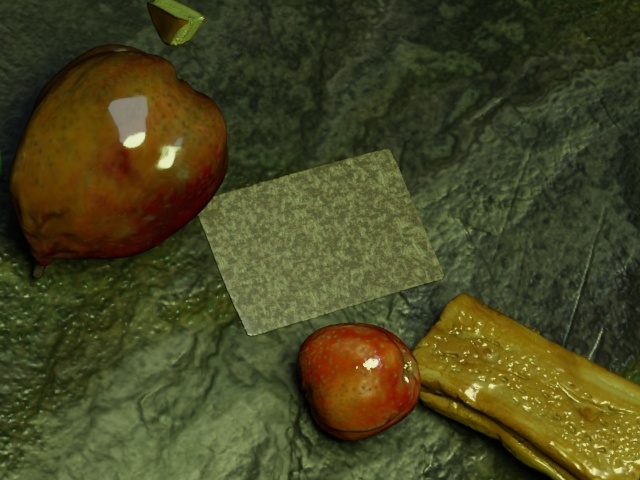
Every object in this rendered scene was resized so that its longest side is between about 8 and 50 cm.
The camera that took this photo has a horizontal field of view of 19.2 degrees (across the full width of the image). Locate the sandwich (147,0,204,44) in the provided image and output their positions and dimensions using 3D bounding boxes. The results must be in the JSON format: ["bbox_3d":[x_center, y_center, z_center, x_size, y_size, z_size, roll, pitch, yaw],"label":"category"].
[{"bbox_3d":[-0.153,-0.228,2.010,0.031,0.083,0.044,-17,119,-28],"label":"sandwich"}]

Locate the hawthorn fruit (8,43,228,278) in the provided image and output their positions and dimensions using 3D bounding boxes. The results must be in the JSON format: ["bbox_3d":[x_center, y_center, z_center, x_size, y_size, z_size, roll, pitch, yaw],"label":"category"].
[{"bbox_3d":[-0.206,-0.063,1.852,0.208,0.208,0.248,35,87,-2],"label":"hawthorn fruit"}]

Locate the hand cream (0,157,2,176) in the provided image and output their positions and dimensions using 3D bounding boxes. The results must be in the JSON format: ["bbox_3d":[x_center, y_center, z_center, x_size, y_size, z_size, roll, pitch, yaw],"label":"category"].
[{"bbox_3d":[-0.451,-0.070,1.854,0.275,0.050,0.079,-7,46,-14],"label":"hand cream"}]

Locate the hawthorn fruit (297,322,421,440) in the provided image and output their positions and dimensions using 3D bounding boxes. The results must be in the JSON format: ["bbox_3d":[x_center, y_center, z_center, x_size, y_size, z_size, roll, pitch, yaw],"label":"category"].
[{"bbox_3d":[0.037,0.135,1.871,0.128,0.128,0.128,6,67,-15],"label":"hawthorn fruit"}]

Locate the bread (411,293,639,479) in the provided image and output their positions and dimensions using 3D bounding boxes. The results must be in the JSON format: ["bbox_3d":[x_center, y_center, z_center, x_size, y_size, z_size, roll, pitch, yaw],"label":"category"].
[{"bbox_3d":[0.223,0.156,1.898,0.271,0.077,0.139,28,65,25],"label":"bread"}]

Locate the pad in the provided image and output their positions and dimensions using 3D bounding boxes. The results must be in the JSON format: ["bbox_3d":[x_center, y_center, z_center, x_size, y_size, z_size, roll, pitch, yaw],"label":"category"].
[{"bbox_3d":[0.000,0.000,1.985,0.235,0.003,0.158,-17,75,-23],"label":"pad"}]
